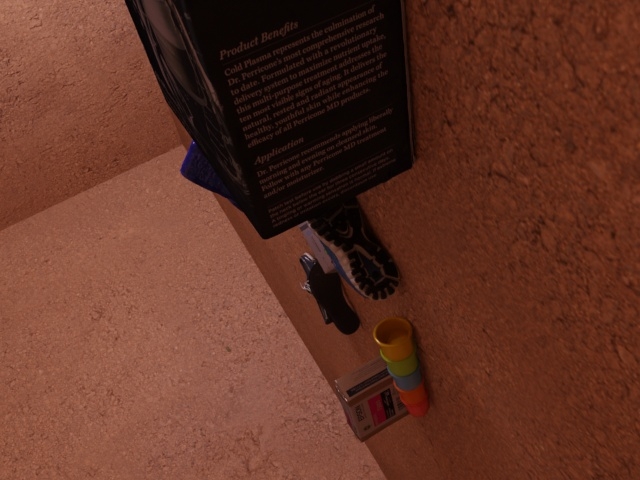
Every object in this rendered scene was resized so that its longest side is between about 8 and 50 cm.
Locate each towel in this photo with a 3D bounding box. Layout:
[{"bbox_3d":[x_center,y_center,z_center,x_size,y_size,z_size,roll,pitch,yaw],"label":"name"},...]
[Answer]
[{"bbox_3d":[-0.202,-0.234,1.564,0.227,0.076,0.308,31,127,-5],"label":"towel"}]

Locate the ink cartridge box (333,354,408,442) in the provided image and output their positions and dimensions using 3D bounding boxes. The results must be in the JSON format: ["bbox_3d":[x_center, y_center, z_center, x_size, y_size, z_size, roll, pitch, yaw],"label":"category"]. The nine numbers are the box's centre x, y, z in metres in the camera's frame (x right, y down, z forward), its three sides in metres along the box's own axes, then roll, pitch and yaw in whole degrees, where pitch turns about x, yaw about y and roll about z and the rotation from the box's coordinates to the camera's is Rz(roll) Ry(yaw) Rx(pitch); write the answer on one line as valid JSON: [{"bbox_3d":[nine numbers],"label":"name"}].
[{"bbox_3d":[0.158,0.447,1.785,0.088,0.193,0.235,50,163,44],"label":"ink cartridge box"}]

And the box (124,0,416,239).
[{"bbox_3d":[-0.112,-0.350,0.947,0.480,0.297,0.472,51,162,40],"label":"box"}]

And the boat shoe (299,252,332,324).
[{"bbox_3d":[-0.012,0.164,2.129,0.255,0.079,0.095,61,168,3],"label":"boat shoe"}]

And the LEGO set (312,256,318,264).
[{"bbox_3d":[-0.013,0.072,2.063,0.054,0.023,0.083,60,168,7],"label":"LEGO set"}]

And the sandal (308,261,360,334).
[{"bbox_3d":[0.034,0.181,1.939,0.255,0.097,0.054,65,167,-14],"label":"sandal"}]

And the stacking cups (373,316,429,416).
[{"bbox_3d":[0.210,0.326,1.565,0.096,0.096,0.316,48,163,48],"label":"stacking cups"}]

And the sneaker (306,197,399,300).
[{"bbox_3d":[0.048,0.003,1.427,0.330,0.129,0.147,60,165,9],"label":"sneaker"}]

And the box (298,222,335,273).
[{"bbox_3d":[0.000,0.000,1.692,0.186,0.038,0.145,61,-166,9],"label":"box"}]
